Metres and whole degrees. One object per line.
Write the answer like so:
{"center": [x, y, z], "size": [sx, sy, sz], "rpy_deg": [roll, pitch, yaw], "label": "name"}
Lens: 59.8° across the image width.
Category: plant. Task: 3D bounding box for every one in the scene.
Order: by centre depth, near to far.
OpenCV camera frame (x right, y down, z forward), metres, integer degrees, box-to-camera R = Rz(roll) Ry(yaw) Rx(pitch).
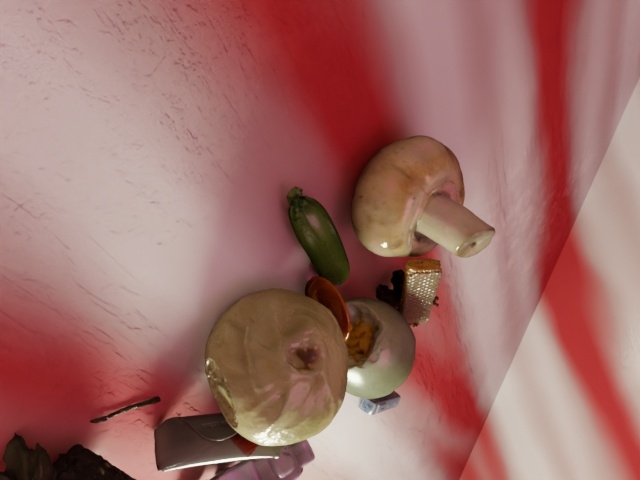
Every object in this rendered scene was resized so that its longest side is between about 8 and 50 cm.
{"center": [-0.514, 0.521, 1.082], "size": [0.215, 0.213, 0.312], "rpy_deg": [-48, 133, -10], "label": "plant"}

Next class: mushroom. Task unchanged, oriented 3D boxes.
{"center": [0.242, -0.079, 1.465], "size": [0.325, 0.353, 0.353], "rpy_deg": [-20, 138, 4], "label": "mushroom"}

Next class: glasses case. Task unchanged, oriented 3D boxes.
{"center": [-0.240, 0.465, 1.310], "size": [0.308, 0.128, 0.083], "rpy_deg": [-4, 115, -10], "label": "glasses case"}

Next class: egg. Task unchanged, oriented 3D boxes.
{"center": [0.143, 0.319, 1.629], "size": [0.278, 0.278, 0.336], "rpy_deg": [-53, 145, -7], "label": "egg"}

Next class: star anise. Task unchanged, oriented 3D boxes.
{"center": [0.266, 0.184, 1.804], "size": [0.190, 0.126, 0.220], "rpy_deg": [-36, 126, -9], "label": "star anise"}

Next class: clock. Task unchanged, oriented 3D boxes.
{"center": [-0.191, 0.654, 1.525], "size": [0.296, 0.113, 0.322], "rpy_deg": [-37, 162, 36], "label": "clock"}

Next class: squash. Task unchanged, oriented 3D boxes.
{"center": [0.000, 0.000, 1.390], "size": [0.101, 0.101, 0.378], "rpy_deg": [-45, 140, -16], "label": "squash"}

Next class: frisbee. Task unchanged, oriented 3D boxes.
{"center": [0.009, 0.187, 1.453], "size": [0.035, 0.192, 0.192], "rpy_deg": [-21, 130, -32], "label": "frisbee"}

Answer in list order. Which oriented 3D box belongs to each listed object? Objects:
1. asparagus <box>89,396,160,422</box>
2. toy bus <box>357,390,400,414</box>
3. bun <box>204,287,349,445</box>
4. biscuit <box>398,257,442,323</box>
{"center": [-0.429, 0.377, 1.235], "size": [0.163, 0.016, 0.016], "rpy_deg": [-10, 141, -46], "label": "asparagus"}
{"center": [0.223, 0.606, 2.092], "size": [0.191, 0.075, 0.064], "rpy_deg": [3, 113, -51], "label": "toy bus"}
{"center": [-0.080, 0.281, 1.276], "size": [0.365, 0.202, 0.364], "rpy_deg": [7, 73, -24], "label": "bun"}
{"center": [0.276, 0.153, 1.581], "size": [0.378, 0.094, 0.054], "rpy_deg": [84, 4, -60], "label": "biscuit"}
